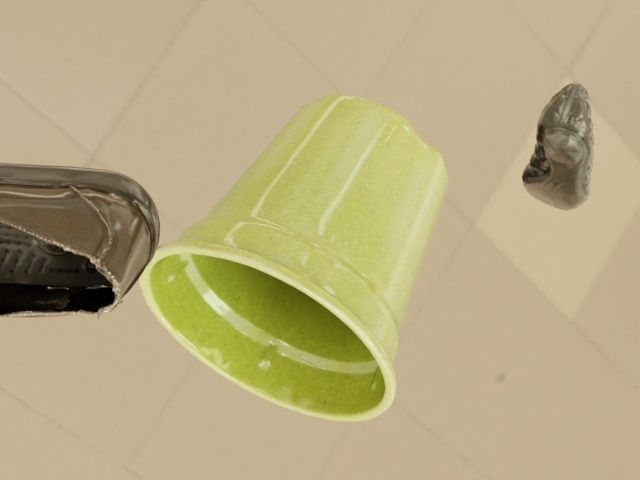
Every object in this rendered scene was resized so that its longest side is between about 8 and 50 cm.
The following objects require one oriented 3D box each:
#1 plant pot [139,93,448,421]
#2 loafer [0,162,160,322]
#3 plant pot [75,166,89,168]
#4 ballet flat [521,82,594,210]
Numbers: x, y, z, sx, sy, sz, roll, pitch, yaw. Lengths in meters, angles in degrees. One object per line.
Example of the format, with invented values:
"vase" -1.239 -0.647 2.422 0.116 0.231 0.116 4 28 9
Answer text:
"plant pot" 0.000 0.000 1.340 0.276 0.276 0.254 50 56 -32
"loafer" -0.188 0.002 0.635 0.220 0.078 0.080 -3 120 -4
"plant pot" -0.257 -0.022 1.466 0.109 0.109 0.096 33 95 7
"ballet flat" 0.197 -0.067 1.063 0.173 0.057 0.049 83 30 -70
